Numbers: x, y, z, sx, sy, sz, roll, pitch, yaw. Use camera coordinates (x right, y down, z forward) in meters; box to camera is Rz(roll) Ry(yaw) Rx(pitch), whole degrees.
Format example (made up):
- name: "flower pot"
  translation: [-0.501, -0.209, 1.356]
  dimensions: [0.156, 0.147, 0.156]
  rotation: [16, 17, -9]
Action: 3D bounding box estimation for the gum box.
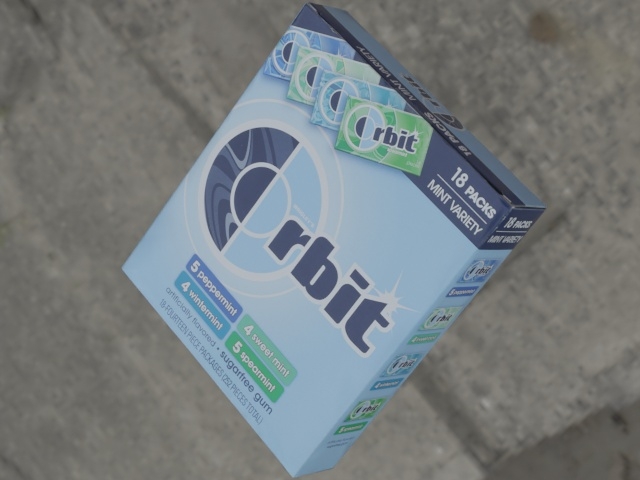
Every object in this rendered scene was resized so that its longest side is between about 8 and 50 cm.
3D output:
- name: "gum box"
  translation: [0.000, 0.000, 0.775]
  dimensions: [0.157, 0.041, 0.184]
  rotation: [47, 115, 25]
